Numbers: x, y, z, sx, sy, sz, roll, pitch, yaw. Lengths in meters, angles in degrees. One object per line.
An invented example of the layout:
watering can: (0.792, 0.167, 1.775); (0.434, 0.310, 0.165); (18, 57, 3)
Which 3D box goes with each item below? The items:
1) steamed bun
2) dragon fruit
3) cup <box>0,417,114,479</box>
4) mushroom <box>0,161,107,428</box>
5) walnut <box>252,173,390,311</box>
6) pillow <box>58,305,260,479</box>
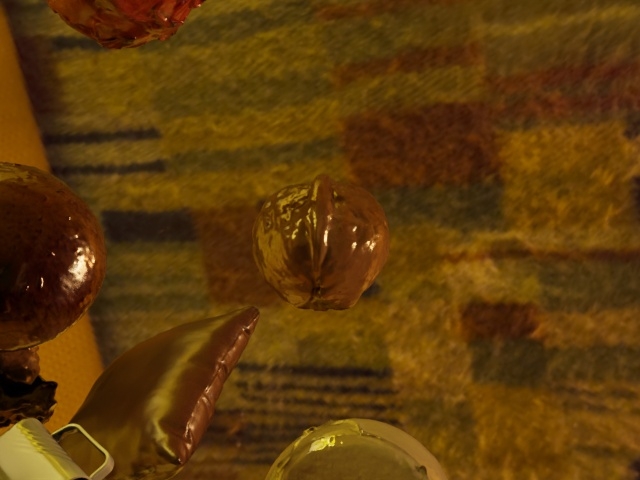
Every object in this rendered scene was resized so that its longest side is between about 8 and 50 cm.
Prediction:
steamed bun: (0.069, 0.514, 2.023); (0.375, 0.241, 0.374); (-1, 85, 10)
dragon fruit: (-0.197, -0.276, 1.108); (0.210, 0.172, 0.172); (-7, 108, 39)
cup: (-0.310, 0.273, 1.267); (0.129, 0.128, 0.095); (38, 162, 36)
mushroom: (-0.460, 0.068, 1.622); (0.331, 0.334, 0.356); (-19, 132, 22)
walnut: (0.000, 0.000, 1.221); (0.167, 0.166, 0.149); (17, 138, 20)
pillow: (-0.242, 0.229, 1.504); (0.308, 0.305, 0.108); (-25, 115, 35)
